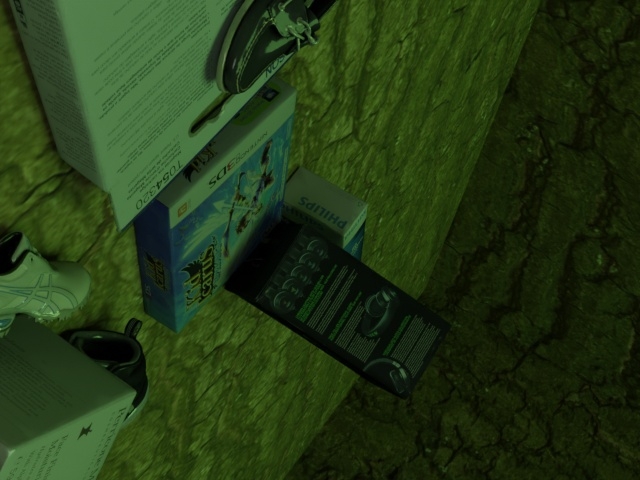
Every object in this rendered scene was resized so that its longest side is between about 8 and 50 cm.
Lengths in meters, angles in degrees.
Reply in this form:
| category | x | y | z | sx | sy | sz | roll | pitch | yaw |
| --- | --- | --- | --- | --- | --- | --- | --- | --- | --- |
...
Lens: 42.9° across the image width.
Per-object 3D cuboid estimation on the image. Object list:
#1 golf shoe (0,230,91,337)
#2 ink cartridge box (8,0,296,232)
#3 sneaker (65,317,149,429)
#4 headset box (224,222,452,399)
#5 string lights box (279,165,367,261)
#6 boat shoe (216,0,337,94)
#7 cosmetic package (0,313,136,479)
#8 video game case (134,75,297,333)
| category | x | y | z | sx | sy | sz | roll | pitch | yaw |
| --- | --- | --- | --- | --- | --- | --- | --- | --- | --- |
| golf shoe | -0.266 | 0.031 | 0.745 | 0.176 | 0.069 | 0.086 | -24 | 135 | -67 |
| ink cartridge box | -0.122 | -0.214 | 0.736 | 0.324 | 0.071 | 0.330 | -52 | 166 | -29 |
| sneaker | -0.288 | 0.195 | 0.923 | 0.268 | 0.101 | 0.153 | -51 | 163 | -48 |
| headset box | 0.009 | 0.090 | 1.220 | 0.131 | 0.283 | 0.246 | -57 | -164 | -8 |
| string lights box | 0.000 | 0.000 | 1.391 | 0.077 | 0.133 | 0.260 | -52 | 164 | -24 |
| boat shoe | -0.025 | -0.220 | 0.786 | 0.206 | 0.065 | 0.075 | -56 | 167 | -12 |
| cosmetic package | -0.299 | 0.179 | 0.743 | 0.151 | 0.151 | 0.183 | -62 | 165 | 14 |
| video game case | -0.130 | -0.043 | 1.039 | 0.244 | 0.061 | 0.269 | -48 | 161 | -33 |
